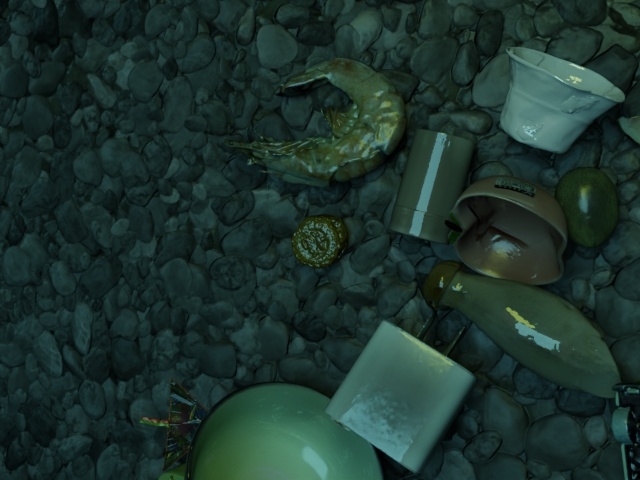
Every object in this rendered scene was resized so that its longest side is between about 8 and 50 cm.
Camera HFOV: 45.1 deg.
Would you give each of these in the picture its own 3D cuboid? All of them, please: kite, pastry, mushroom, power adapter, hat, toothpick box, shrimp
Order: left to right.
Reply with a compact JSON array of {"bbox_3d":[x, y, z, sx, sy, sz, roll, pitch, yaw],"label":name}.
[{"bbox_3d":[-0.283,0.363,1.537,0.159,0.010,0.190,-4,60,3],"label":"kite"},{"bbox_3d":[-0.015,-0.216,1.433,0.360,0.085,0.247,-6,77,20],"label":"shrimp"},{"bbox_3d":[0.000,0.000,1.429,0.097,0.057,0.109,47,109,12],"label":"pastry"},{"bbox_3d":[0.153,0.236,1.300,0.187,0.124,0.255,30,80,20],"label":"power adapter"},{"bbox_3d":[0.189,-0.090,1.315,0.111,0.111,0.181,16,94,24],"label":"toothpick box"},{"bbox_3d":[0.326,0.136,1.237,0.350,0.128,0.128,28,100,21],"label":"mushroom"},{"bbox_3d":[0.362,-0.216,1.224,0.203,0.203,0.126,33,121,21],"label":"hat"}]

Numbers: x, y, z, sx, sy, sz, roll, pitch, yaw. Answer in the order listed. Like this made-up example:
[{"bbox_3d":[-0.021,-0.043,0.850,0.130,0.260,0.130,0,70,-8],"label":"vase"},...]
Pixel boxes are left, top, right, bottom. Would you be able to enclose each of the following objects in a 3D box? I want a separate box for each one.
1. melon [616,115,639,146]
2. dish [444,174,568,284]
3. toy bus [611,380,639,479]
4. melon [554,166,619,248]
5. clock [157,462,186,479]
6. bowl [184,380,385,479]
[{"bbox_3d":[0.552,-0.159,1.172,0.182,0.098,0.054,8,66,39],"label":"melon"},{"bbox_3d":[0.307,-0.028,1.236,0.213,0.213,0.090,17,56,23],"label":"dish"},{"bbox_3d":[0.525,0.339,1.125,0.133,0.165,0.276,-7,86,39],"label":"toy bus"},{"bbox_3d":[0.422,-0.053,1.219,0.098,0.098,0.131,-14,90,23],"label":"melon"},{"bbox_3d":[-0.221,0.603,1.488,0.235,0.096,0.308,11,94,23],"label":"clock"},{"bbox_3d":[-0.079,0.443,1.332,0.354,0.354,0.185,50,141,17],"label":"bowl"}]
